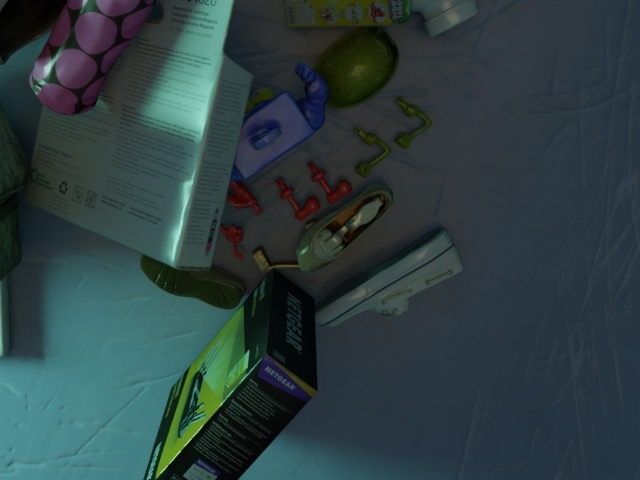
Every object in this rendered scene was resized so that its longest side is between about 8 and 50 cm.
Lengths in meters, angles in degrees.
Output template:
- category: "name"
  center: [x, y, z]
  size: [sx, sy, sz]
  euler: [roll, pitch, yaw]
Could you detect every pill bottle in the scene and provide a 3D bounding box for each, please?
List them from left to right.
- category: "pill bottle"
  center: [0.135, -0.365, 1.275]
  size: [0.103, 0.103, 0.184]
  euler: [-27, 99, 4]

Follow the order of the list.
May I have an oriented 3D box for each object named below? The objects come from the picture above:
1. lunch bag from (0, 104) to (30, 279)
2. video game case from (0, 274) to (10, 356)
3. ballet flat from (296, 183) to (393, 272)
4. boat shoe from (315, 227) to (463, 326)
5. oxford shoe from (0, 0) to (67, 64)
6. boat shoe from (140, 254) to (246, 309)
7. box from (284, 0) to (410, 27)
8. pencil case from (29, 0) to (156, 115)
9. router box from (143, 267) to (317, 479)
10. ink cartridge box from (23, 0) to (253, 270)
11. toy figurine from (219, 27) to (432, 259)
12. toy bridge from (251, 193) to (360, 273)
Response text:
- category: "lunch bag"
  center: [-0.483, -0.069, 1.182]
  size: [0.212, 0.305, 0.256]
  euler: [2, 102, -2]
- category: "video game case"
  center: [-0.591, 0.000, 1.364]
  size: [0.300, 0.036, 0.329]
  euler: [1, 100, -1]
- category: "ballet flat"
  center: [0.030, -0.017, 1.335]
  size: [0.168, 0.052, 0.057]
  euler: [-43, 100, 6]
- category: "boat shoe"
  center: [0.097, 0.071, 1.363]
  size: [0.226, 0.083, 0.076]
  euler: [-31, 98, 4]
- category: "oxford shoe"
  center: [-0.294, -0.371, 1.183]
  size: [0.130, 0.169, 0.449]
  euler: [37, 69, 5]
- category: "boat shoe"
  center: [-0.179, 0.050, 1.381]
  size: [0.153, 0.048, 0.056]
  euler: [19, 112, 2]
- category: "box"
  center: [0.036, -0.330, 1.260]
  size: [0.179, 0.043, 0.105]
  euler: [8, 115, 32]
- category: "pencil case"
  center: [-0.260, -0.246, 1.154]
  size: [0.095, 0.098, 0.209]
  euler: [44, 118, 3]
- category: "router box"
  center: [-0.110, 0.192, 1.259]
  size: [0.081, 0.309, 0.243]
  euler: [38, 102, -11]
- category: "ink cartridge box"
  center: [-0.229, -0.164, 1.227]
  size: [0.324, 0.071, 0.330]
  euler: [21, 99, 38]
- category: "toy figurine"
  center: [-0.029, -0.127, 1.250]
  size: [0.362, 0.217, 0.191]
  euler: [-32, 93, 3]
- category: "toy bridge"
  center: [0.000, 0.000, 1.378]
  size: [0.188, 0.026, 0.063]
  euler: [-27, 101, 4]
